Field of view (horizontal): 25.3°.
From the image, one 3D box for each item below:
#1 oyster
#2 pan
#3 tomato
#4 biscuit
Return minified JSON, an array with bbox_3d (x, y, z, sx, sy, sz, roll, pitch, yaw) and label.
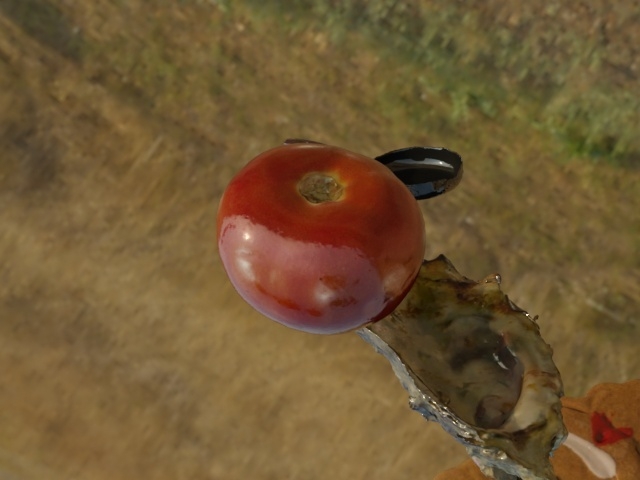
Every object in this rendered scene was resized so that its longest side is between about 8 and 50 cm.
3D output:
[{"bbox_3d":[0.162,0.135,1.516,0.361,0.221,0.096,45,139,37],"label":"oyster"},{"bbox_3d":[0.056,-0.081,1.600,0.212,0.115,0.040,11,117,20],"label":"pan"},{"bbox_3d":[0.000,0.000,1.308,0.195,0.195,0.136,26,138,22],"label":"tomato"},{"bbox_3d":[0.287,0.266,1.637,0.202,0.334,0.047,40,148,33],"label":"biscuit"}]
